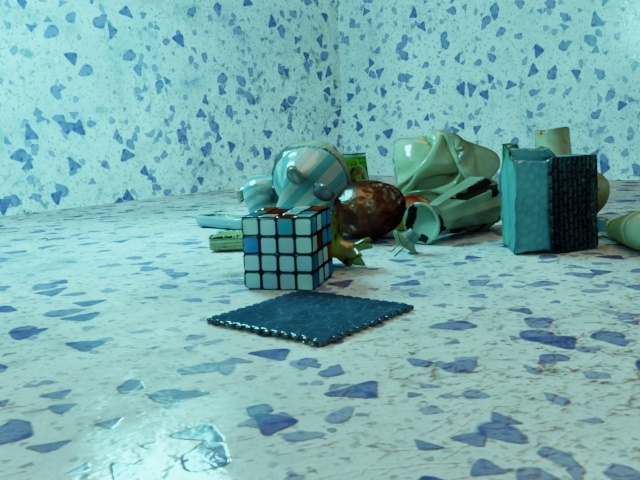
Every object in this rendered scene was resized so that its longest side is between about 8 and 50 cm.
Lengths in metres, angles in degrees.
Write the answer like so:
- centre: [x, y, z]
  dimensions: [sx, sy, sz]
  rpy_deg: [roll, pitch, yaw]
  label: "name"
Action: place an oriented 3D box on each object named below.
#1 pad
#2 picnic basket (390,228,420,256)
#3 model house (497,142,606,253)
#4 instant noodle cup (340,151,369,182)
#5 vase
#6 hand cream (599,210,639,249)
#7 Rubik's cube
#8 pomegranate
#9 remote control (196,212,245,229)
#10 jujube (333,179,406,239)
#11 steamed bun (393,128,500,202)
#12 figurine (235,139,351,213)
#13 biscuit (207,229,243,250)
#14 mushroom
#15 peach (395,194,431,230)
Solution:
- centre: [-0.016, 0.126, 1.266]
  dimensions: [0.269, 0.012, 0.270]
  rpy_deg: [4, 11, 37]
  label: "pad"
- centre: [0.206, 0.008, 1.815]
  dimensions: [0.083, 0.083, 0.065]
  rpy_deg: [-47, 12, 2]
  label: "picnic basket"
- centre: [0.572, -0.113, 1.806]
  dimensions: [0.241, 0.261, 0.226]
  rpy_deg: [-2, 10, 8]
  label: "model house"
- centre: [0.078, -0.173, 2.419]
  dimensions: [0.207, 0.232, 0.207]
  rpy_deg: [-3, 9, 0]
  label: "instant noodle cup"
- centre: [0.382, -0.084, 2.060]
  dimensions: [0.165, 0.165, 0.360]
  rpy_deg: [5, 15, 41]
  label: "vase"
- centre: [0.770, -0.024, 1.806]
  dimensions: [0.147, 0.093, 0.306]
  rpy_deg: [0, 0, 10]
  label: "hand cream"
- centre: [-0.067, 0.014, 1.535]
  dimensions: [0.155, 0.154, 0.151]
  rpy_deg: [-1, 10, 15]
  label: "Rubik's cube"
- centre: [0.010, -0.007, 1.668]
  dimensions: [0.220, 0.156, 0.156]
  rpy_deg: [1, 10, 20]
  label: "pomegranate"
- centre: [-0.321, -0.065, 2.444]
  dimensions: [0.244, 0.047, 0.087]
  rpy_deg: [6, 16, 42]
  label: "remote control"
- centre: [0.139, -0.091, 2.064]
  dimensions: [0.183, 0.183, 0.243]
  rpy_deg: [3, 17, 33]
  label: "jujube"
- centre: [0.415, -0.225, 2.607]
  dimensions: [0.368, 0.255, 0.342]
  rpy_deg: [24, -19, -18]
  label: "steamed bun"
- centre: [-0.093, -0.178, 2.147]
  dimensions: [0.361, 0.266, 0.377]
  rpy_deg: [-20, -12, 1]
  label: "figurine"
- centre: [-0.175, -0.005, 2.021]
  dimensions: [0.250, 0.046, 0.147]
  rpy_deg: [-3, 8, 5]
  label: "biscuit"
- centre: [0.712, -0.192, 2.183]
  dimensions: [0.293, 0.290, 0.292]
  rpy_deg: [-4, 4, 0]
  label: "mushroom"
- centre: [0.274, -0.081, 2.212]
  dimensions: [0.151, 0.151, 0.118]
  rpy_deg: [-8, 55, -33]
  label: "peach"
